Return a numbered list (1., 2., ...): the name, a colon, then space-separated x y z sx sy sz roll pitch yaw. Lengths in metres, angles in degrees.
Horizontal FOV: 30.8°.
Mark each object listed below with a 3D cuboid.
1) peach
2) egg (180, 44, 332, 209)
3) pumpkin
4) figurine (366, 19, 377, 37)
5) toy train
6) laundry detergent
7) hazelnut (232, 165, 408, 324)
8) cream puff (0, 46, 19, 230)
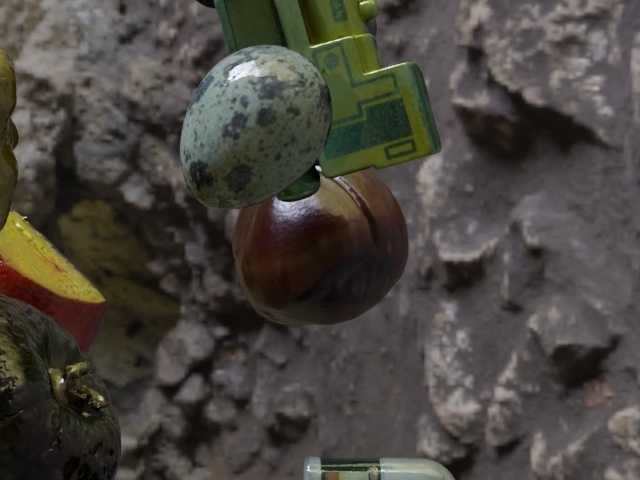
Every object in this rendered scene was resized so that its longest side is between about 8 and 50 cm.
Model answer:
1. peach: -0.528 0.114 1.754 0.306 0.380 0.242 67 -162 5
2. egg: -0.063 -0.105 1.099 0.172 0.132 0.132 -56 11 -10
3. pumpkin: -0.281 0.158 1.077 0.238 0.159 0.238 62 180 0
4. figurine: -0.026 -0.295 1.789 0.265 0.197 0.175 -23 40 43
5. toy train: -0.022 -0.237 1.304 0.150 0.237 0.369 -40 -65 -83
6. laundry detergent: 0.091 0.308 1.379 0.070 0.225 0.099 109 163 -78
7. hazelnut: 0.000 0.000 1.494 0.229 0.229 0.229 -179 90 -75
8. cream puff: -0.365 -0.075 0.886 0.185 0.282 0.282 -66 -12 -60
